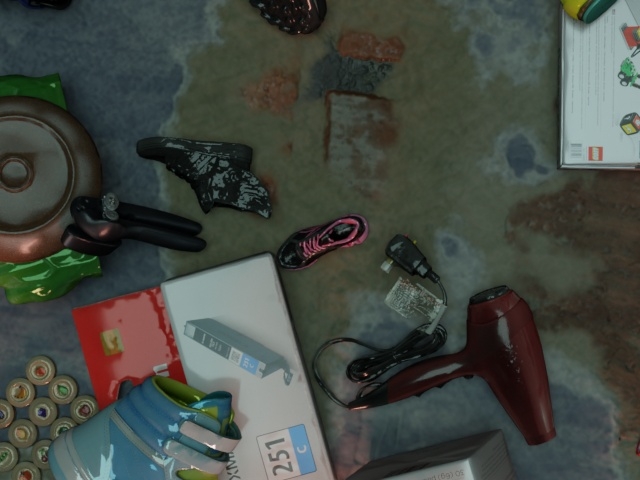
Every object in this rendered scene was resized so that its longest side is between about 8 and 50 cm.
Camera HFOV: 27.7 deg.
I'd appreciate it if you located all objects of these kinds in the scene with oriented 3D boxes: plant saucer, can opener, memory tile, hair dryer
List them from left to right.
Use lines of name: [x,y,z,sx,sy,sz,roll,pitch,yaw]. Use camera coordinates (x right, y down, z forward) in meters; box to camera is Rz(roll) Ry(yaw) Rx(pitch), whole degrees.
plant saucer: [-0.352,-0.074,1.495,0.198,0.036,0.199,1,82,-8]
memory tile: [-0.352,0.224,1.589,0.113,0.012,0.148,42,91,4]
can opener: [-0.215,-0.018,1.525,0.073,0.186,0.059,-39,58,41]
hair dryer: [0.159,0.144,1.546,0.293,0.080,0.224,31,108,8]

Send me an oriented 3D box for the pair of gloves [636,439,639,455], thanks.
pair of gloves: [0.429,0.312,1.536,0.159,0.023,0.198,22,89,6]

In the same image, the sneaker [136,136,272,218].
sneaker: [-0.141,-0.074,1.566,0.170,0.051,0.089,4,84,0]

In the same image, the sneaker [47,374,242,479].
sneaker: [-0.136,0.291,1.449,0.208,0.127,0.319,-41,88,7]

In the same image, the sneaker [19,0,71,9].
sneaker: [-0.400,-0.327,1.552,0.315,0.127,0.182,-43,84,0]

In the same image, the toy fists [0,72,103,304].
toy fists: [-0.357,-0.063,1.559,0.142,0.096,0.279,-12,86,-10]

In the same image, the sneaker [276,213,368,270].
sneaker: [0.000,0.000,1.554,0.119,0.057,0.047,-26,89,4]

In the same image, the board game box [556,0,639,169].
board game box: [0.380,-0.235,1.540,0.192,0.053,0.305,1,88,4]

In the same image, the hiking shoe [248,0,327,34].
hiking shoe: [-0.054,-0.397,1.541,0.132,0.113,0.304,-35,106,-36]

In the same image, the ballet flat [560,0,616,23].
ballet flat: [0.366,-0.343,1.485,0.231,0.077,0.077,-36,69,4]

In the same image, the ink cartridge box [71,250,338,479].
ink cartridge box: [-0.141,0.189,1.543,0.261,0.066,0.296,-16,91,2]

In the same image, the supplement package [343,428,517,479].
supplement package: [0.149,0.386,1.455,0.177,0.175,0.293,-18,87,19]
